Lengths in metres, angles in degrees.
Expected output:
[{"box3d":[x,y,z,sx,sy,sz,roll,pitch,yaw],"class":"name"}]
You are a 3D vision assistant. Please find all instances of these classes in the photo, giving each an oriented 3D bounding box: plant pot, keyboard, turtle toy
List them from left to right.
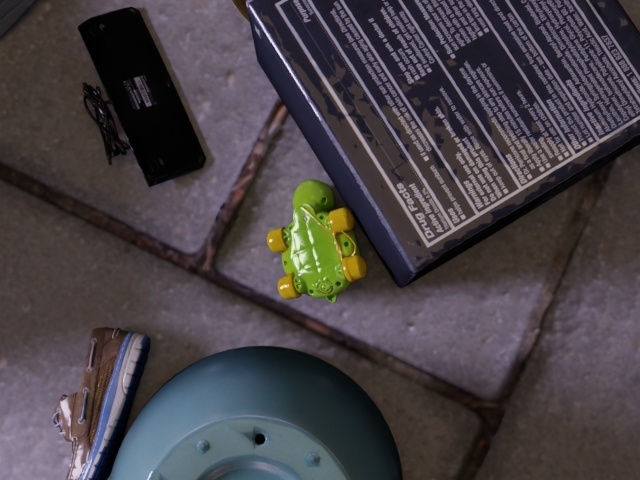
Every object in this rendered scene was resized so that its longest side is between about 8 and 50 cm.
[{"box3d":[-0.202,-0.146,1.052,0.100,0.038,0.192,-21,83,-27],"class":"keyboard"},{"box3d":[-0.059,0.240,0.904,0.293,0.235,0.292,0,83,-1],"class":"plant pot"},{"box3d":[0.000,0.000,1.015,0.095,0.066,0.130,-16,81,21],"class":"turtle toy"}]

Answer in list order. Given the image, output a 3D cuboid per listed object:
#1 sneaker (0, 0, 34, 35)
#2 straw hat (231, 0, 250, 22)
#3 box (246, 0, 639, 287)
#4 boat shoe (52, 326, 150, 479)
[{"box3d":[-0.342,-0.284,1.039,0.258,0.094,0.091,-40,70,-11],"class":"sneaker"},{"box3d":[-0.071,-0.293,1.047,0.061,0.144,0.144,9,81,42],"class":"straw hat"},{"box3d":[0.127,-0.156,0.977,0.294,0.183,0.296,-30,83,-5],"class":"box"},{"box3d":[-0.228,0.175,0.997,0.066,0.066,0.183,16,74,5],"class":"boat shoe"}]
